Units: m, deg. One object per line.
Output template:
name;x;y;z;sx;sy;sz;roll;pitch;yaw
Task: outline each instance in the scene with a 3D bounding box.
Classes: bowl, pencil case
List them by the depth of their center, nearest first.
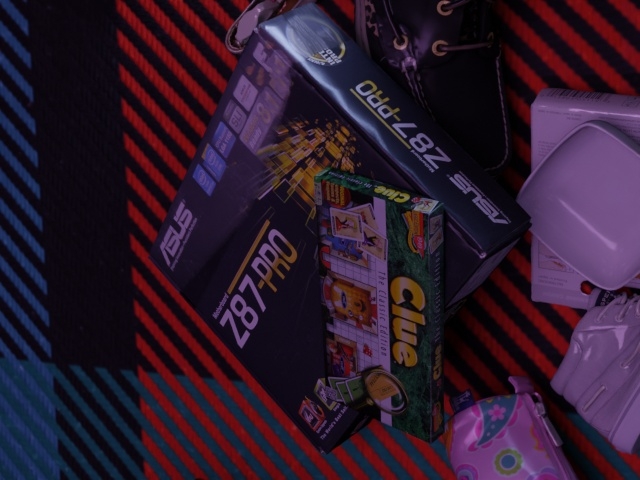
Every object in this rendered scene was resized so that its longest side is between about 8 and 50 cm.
bowl;0.274;-0.040;1.251;0.142;0.053;0.142;41;128;5
pencil case;0.221;0.280;1.299;0.124;0.124;0.284;-41;54;27

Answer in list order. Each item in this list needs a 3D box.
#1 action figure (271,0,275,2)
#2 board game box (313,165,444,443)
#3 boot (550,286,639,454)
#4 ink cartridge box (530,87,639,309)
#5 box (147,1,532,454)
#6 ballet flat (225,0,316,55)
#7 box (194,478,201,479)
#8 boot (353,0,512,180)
action figure;-0.139;-0.386;1.310;0.248;0.276;0.370;-38;107;21
board game box;0.058;0.065;1.255;0.136;0.030;0.260;17;126;33
boot;0.315;0.078;1.268;0.123;0.095;0.258;39;117;27
ink cartridge box;0.302;-0.034;1.304;0.181;0.056;0.225;9;121;27
box;0.000;0.000;1.364;0.318;0.097;0.395;49;138;14
ballet flat;-0.044;-0.265;1.439;0.057;0.052;0.168;48;116;13
box;-0.104;0.422;1.447;0.296;0.294;0.183;9;102;28
boot;0.152;-0.251;1.231;0.284;0.138;0.378;-22;80;59
